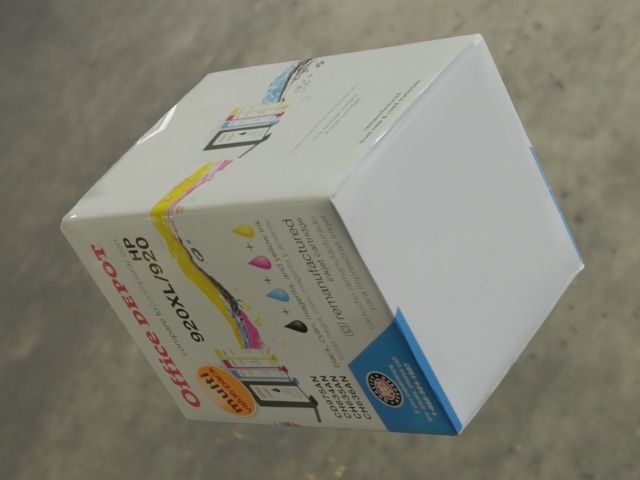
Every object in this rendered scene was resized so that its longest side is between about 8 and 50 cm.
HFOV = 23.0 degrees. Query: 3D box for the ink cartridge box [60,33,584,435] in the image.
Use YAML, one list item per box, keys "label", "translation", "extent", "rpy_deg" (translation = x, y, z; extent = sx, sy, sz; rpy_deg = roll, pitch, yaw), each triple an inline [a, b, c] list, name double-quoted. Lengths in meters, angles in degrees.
- label: "ink cartridge box"
  translation: [0.000, 0.000, 0.959]
  extent: [0.232, 0.171, 0.168]
  rpy_deg: [-3, 35, 44]
